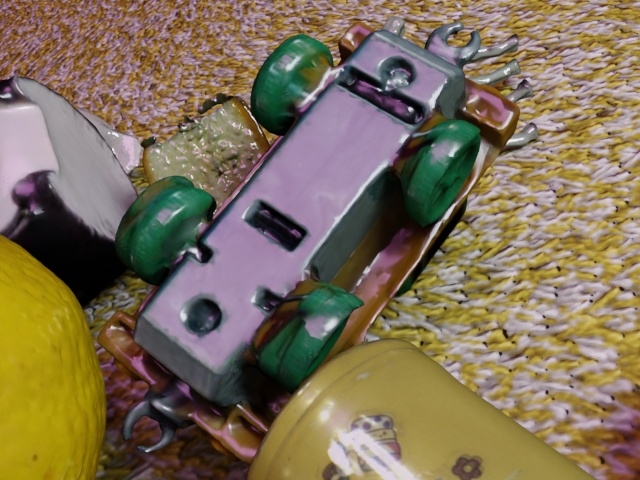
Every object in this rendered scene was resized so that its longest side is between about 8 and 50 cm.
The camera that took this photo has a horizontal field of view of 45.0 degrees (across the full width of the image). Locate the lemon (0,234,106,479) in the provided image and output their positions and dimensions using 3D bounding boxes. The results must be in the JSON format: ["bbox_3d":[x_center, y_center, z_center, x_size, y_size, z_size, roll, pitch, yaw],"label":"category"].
[{"bbox_3d":[-0.306,0.123,0.529,0.336,0.336,0.336,-11,44,11],"label":"lemon"}]

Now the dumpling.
[{"bbox_3d":[-0.308,-0.099,0.961,0.188,0.108,0.127,22,83,20],"label":"dumpling"}]

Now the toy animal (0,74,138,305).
[{"bbox_3d":[-0.359,0.006,0.791,0.310,0.251,0.251,-28,42,8],"label":"toy animal"}]

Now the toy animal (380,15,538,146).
[{"bbox_3d":[0.150,-0.179,0.877,0.170,0.090,0.255,-26,41,1],"label":"toy animal"}]

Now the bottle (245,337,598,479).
[{"bbox_3d":[0.120,0.212,0.430,0.171,0.171,0.351,-39,46,-19],"label":"bottle"}]

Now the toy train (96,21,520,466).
[{"bbox_3d":[0.000,0.000,0.643,0.178,0.249,0.429,34,77,19],"label":"toy train"}]

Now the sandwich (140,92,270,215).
[{"bbox_3d":[-0.109,-0.063,0.834,0.122,0.128,0.235,-23,0,-3],"label":"sandwich"}]
